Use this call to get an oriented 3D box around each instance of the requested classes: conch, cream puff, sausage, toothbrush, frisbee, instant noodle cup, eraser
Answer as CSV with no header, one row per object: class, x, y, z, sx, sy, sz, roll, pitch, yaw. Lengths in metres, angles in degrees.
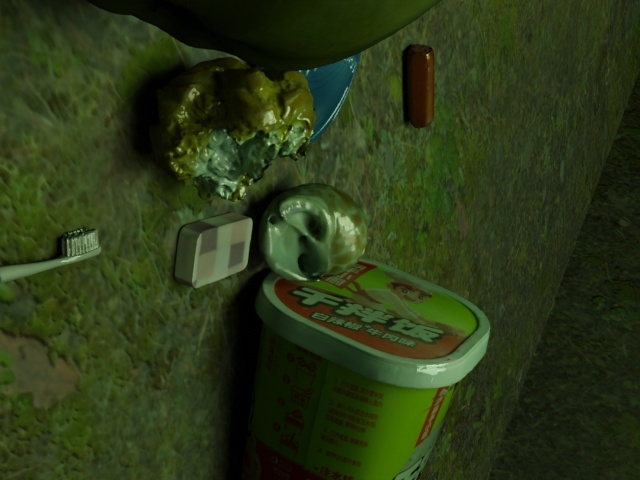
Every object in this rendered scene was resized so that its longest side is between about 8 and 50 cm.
conch,-0.009,-0.011,1.078,0.173,0.106,0.116,-7,101,-37
cream puff,-0.085,-0.113,0.839,0.156,0.156,0.121,45,33,-61
sausage,0.148,-0.225,1.342,0.039,0.041,0.131,-78,166,-51
toothbrush,-0.262,0.030,0.685,0.276,0.019,0.025,-25,121,-58
frisbee,0.004,-0.219,1.040,0.242,0.045,0.242,-45,144,-46
instant noodle cup,0.033,0.212,1.139,0.294,0.294,0.307,-22,131,-59
eraser,-0.112,0.009,0.968,0.105,0.026,0.065,-19,123,-60

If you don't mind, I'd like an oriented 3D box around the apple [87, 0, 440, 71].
apple,-0.026,-0.290,0.611,0.357,0.357,0.357,-41,139,-49
